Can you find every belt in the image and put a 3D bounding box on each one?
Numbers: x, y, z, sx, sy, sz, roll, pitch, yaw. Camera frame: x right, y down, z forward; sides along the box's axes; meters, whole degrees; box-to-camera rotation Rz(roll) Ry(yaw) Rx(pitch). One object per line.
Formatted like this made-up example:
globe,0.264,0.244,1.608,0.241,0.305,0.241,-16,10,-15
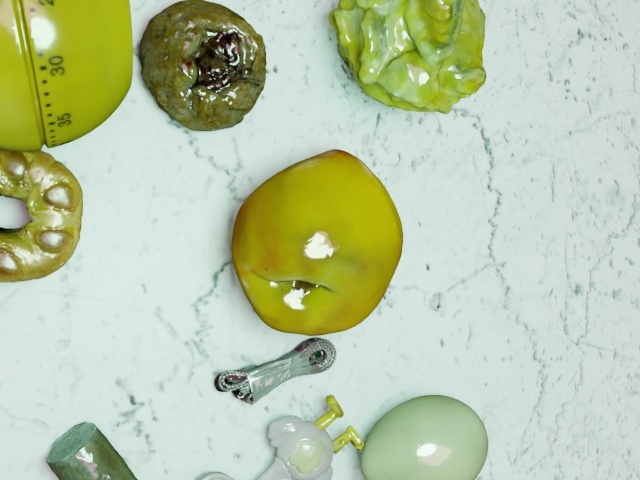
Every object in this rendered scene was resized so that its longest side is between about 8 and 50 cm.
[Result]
belt,-0.078,0.239,1.285,0.232,0.053,0.071,-16,96,-23

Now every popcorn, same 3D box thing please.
popcorn,0.161,-0.370,1.271,0.312,0.312,0.313,1,88,-23

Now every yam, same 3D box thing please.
yam,-0.338,0.424,1.142,0.106,0.106,0.259,-36,102,-20

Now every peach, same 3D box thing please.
peach,0.001,0.003,1.216,0.289,0.289,0.308,41,36,-17

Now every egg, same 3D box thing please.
egg,0.194,0.393,1.322,0.253,0.188,0.189,-13,94,-20

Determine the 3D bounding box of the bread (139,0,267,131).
bread,-0.194,-0.307,1.213,0.229,0.123,0.230,2,85,-23

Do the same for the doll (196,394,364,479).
doll,-0.095,0.427,1.251,0.365,0.094,0.160,-34,99,-21

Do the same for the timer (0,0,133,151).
timer,-0.464,-0.292,0.975,0.386,0.376,0.376,-8,92,-20

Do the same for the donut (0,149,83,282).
donut,-0.483,-0.040,1.085,0.226,0.114,0.227,0,90,-23
